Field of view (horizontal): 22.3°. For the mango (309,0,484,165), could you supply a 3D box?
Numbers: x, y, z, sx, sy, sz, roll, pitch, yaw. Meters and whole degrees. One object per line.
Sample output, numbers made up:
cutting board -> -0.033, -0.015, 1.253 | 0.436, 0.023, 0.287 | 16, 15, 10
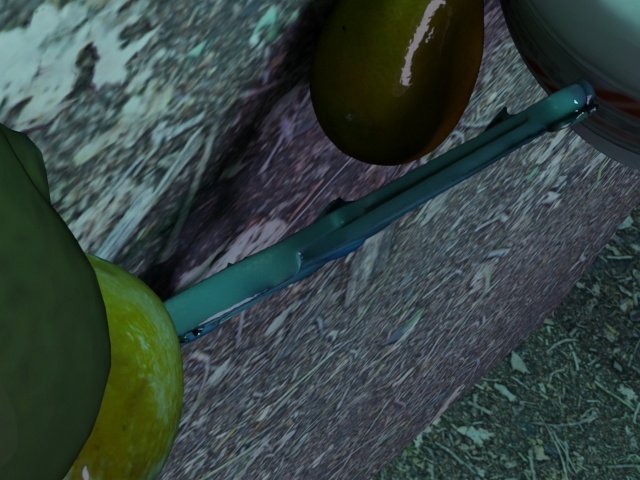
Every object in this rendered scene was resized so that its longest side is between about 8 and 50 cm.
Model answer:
mango -> 0.044, -0.109, 0.920 | 0.111, 0.089, 0.163 | -52, 162, -20

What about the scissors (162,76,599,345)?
scissors -> 0.000, -0.001, 0.952 | 0.393, 0.032, 0.180 | -30, 179, 37

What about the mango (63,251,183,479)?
mango -> -0.149, 0.088, 0.784 | 0.193, 0.146, 0.316 | -47, -179, 3

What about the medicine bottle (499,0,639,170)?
medicine bottle -> 0.230, -0.169, 0.960 | 0.256, 0.256, 0.325 | -47, 171, -2

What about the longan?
longan -> -0.151, 0.027, 0.527 | 0.189, 0.189, 0.189 | -44, 167, -13
